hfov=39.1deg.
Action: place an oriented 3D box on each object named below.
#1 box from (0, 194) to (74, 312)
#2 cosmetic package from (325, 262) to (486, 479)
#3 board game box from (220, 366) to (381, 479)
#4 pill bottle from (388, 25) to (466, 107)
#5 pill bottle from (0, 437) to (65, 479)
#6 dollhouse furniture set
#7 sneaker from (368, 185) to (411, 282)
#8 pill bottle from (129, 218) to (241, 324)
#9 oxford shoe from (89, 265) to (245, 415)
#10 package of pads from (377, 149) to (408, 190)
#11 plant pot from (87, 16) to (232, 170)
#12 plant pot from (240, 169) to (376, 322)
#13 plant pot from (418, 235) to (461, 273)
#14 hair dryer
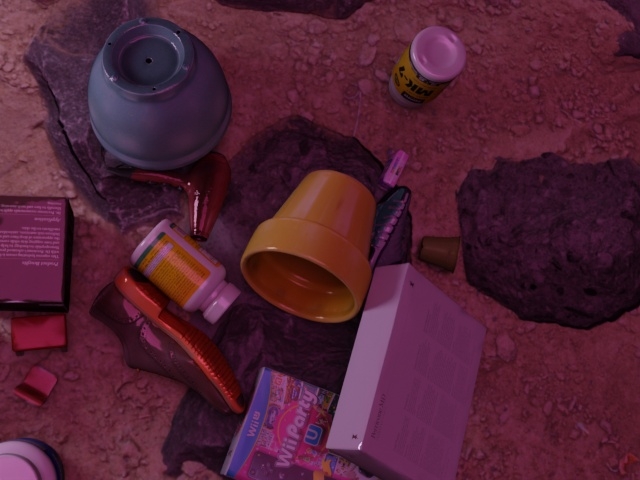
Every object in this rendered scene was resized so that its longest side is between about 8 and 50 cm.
[{"bbox_3d":[-0.561,0.027,1.709,0.168,0.167,0.203,3,79,-12],"label":"box"},{"bbox_3d":[0.177,0.276,1.747,0.284,0.097,0.377,40,56,-37],"label":"cosmetic package"},{"bbox_3d":[-0.017,0.409,1.788,0.303,0.097,0.224,21,75,-7],"label":"board game box"},{"bbox_3d":[0.220,-0.361,1.919,0.119,0.208,0.119,2,79,-11],"label":"pill bottle"},{"bbox_3d":[-0.536,0.428,1.586,0.152,0.272,0.152,2,80,-11],"label":"pill bottle"},{"bbox_3d":[-0.655,0.243,1.657,0.373,0.152,0.201,-4,81,-12],"label":"dollhouse furniture set"},{"bbox_3d":[0.147,-0.006,1.921,0.098,0.083,0.224,39,71,-31],"label":"sneaker"},{"bbox_3d":[-0.261,0.066,1.772,0.208,0.117,0.118,41,75,-2],"label":"pill bottle"},{"bbox_3d":[-0.296,0.221,1.768,0.133,0.130,0.364,-44,87,5],"label":"oxford shoe"},{"bbox_3d":[0.156,-0.151,1.949,0.032,0.050,0.083,29,75,-11],"label":"package of pads"},{"bbox_3d":[-0.326,-0.311,1.771,0.292,0.196,0.293,0,68,-1],"label":"plant pot"},{"bbox_3d":[0.000,0.000,1.802,0.254,0.254,0.239,28,60,-5],"label":"plant pot"},{"bbox_3d":[0.253,0.024,1.929,0.079,0.083,0.083,10,78,3],"label":"plant pot"},{"bbox_3d":[-0.294,-0.122,1.846,0.223,0.080,0.294,-30,72,-12],"label":"hair dryer"}]
